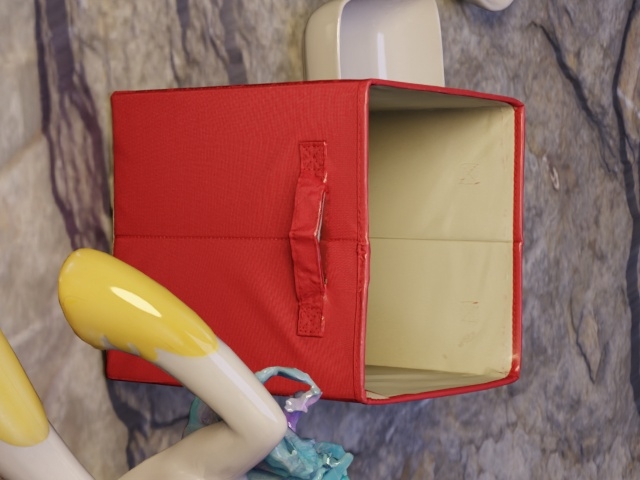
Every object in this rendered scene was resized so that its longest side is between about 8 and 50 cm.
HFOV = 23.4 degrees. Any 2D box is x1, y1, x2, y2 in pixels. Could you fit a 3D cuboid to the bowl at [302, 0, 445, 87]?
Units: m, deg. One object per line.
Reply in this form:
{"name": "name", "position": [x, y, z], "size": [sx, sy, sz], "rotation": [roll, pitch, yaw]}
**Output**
{"name": "bowl", "position": [0.035, -0.112, 1.133], "size": [0.142, 0.053, 0.142], "rotation": [-17, 105, -55]}

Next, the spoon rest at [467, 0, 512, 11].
{"name": "spoon rest", "position": [0.099, -0.261, 1.196], "size": [0.276, 0.084, 0.137], "rotation": [9, 84, -54]}

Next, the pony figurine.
{"name": "pony figurine", "position": [-0.106, 0.164, 0.739], "size": [0.363, 0.351, 0.303], "rotation": [47, 48, -22]}

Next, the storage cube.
{"name": "storage cube", "position": [0.000, 0.000, 0.965], "size": [0.215, 0.193, 0.183], "rotation": [-1, 91, -56]}
